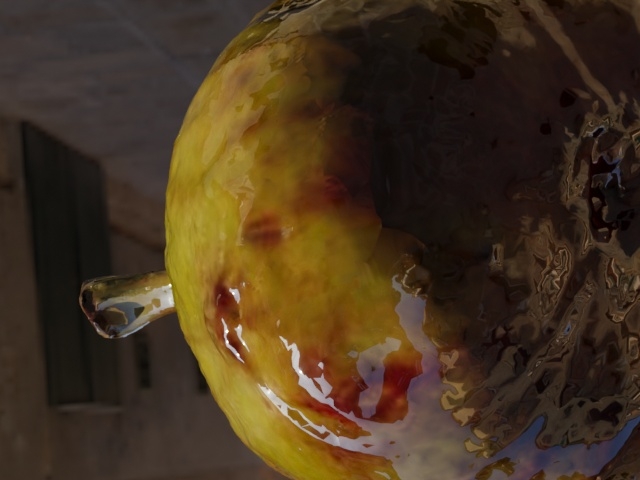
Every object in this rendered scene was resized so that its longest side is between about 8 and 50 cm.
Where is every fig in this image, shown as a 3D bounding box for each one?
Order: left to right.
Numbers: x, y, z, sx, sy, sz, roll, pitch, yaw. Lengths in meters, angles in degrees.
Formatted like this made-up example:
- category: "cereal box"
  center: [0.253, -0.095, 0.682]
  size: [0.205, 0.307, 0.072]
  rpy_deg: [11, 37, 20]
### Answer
- category: "fig"
  center: [0.000, 0.000, 0.652]
  size: [0.217, 0.217, 0.321]
  rpy_deg: [1, 177, -39]
